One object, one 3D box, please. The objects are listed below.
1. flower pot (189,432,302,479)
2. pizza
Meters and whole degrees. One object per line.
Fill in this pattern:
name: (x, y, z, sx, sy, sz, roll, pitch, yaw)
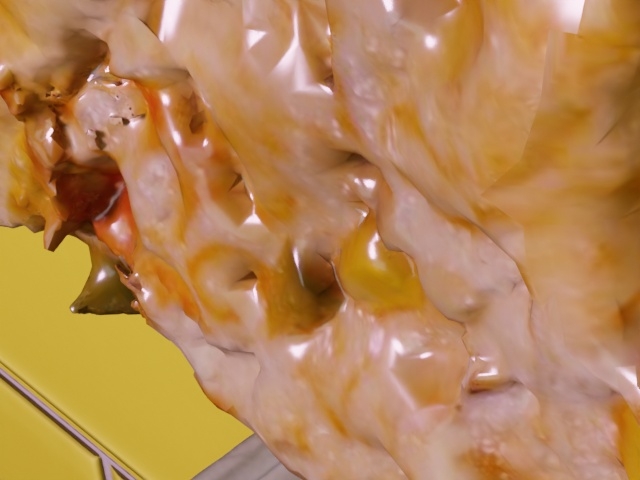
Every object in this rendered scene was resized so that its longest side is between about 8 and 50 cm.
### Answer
flower pot: (-0.035, 0.224, 0.721, 0.239, 0.189, 0.209, 29, 141, 36)
pizza: (-0.017, -0.028, 0.554, 0.392, 0.080, 0.435, 18, 132, 46)
